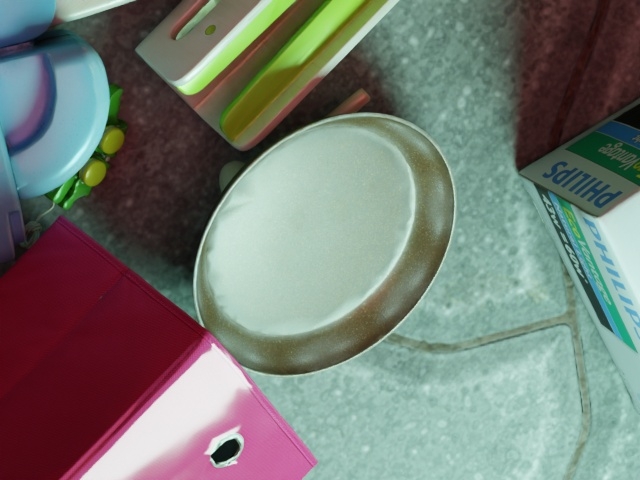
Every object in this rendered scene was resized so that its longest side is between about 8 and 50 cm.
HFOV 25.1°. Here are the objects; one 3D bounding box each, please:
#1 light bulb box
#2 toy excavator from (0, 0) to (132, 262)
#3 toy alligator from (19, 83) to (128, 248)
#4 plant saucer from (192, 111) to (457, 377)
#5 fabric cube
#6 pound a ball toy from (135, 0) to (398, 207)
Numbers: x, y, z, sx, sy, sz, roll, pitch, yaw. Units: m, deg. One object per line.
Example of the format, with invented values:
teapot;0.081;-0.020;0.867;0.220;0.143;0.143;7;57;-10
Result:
light bulb box;0.470;0.002;1.560;0.361;0.225;0.358;-30;109;-5
toy excavator;-0.264;-0.207;1.343;0.445;0.222;0.433;-15;108;-16
toy alligator;-0.243;-0.070;1.461;0.190;0.056;0.051;-60;149;4
plant saucer;0.000;0.000;1.487;0.310;0.050;0.311;-18;129;-24
fabric cube;-0.209;0.185;1.356;0.258;0.259;0.254;-46;137;-12
pound a ball toy;-0.040;-0.202;1.454;0.319;0.136;0.208;-46;134;0
